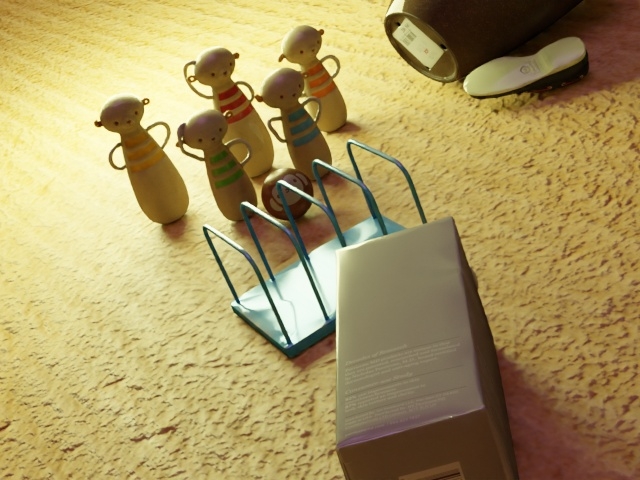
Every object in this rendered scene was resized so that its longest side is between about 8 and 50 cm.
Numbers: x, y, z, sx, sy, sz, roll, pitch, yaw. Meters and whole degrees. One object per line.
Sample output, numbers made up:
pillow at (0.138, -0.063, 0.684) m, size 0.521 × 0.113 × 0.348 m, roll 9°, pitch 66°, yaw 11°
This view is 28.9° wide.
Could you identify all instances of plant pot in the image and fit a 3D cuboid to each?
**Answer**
plant pot at (0.182, -0.295, 1.405) m, size 0.230 × 0.215 × 0.215 m, roll -48°, pitch 35°, yaw -16°

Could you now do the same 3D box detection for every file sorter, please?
file sorter at (0.000, 0.000, 1.099) m, size 0.170 × 0.104 × 0.118 m, roll -31°, pitch 30°, yaw -17°

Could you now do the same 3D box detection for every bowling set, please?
bowling set at (-0.066, -0.120, 1.300) m, size 0.287 × 0.154 × 0.200 m, roll -32°, pitch 29°, yaw -17°

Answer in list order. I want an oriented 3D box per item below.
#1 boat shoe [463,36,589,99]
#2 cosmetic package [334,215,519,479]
boat shoe at (0.218, -0.173, 1.312) m, size 0.133 × 0.042 × 0.049 m, roll -17°, pitch 54°, yaw 12°
cosmetic package at (0.072, 0.100, 0.854) m, size 0.107 × 0.127 × 0.238 m, roll -17°, pitch 27°, yaw 8°
